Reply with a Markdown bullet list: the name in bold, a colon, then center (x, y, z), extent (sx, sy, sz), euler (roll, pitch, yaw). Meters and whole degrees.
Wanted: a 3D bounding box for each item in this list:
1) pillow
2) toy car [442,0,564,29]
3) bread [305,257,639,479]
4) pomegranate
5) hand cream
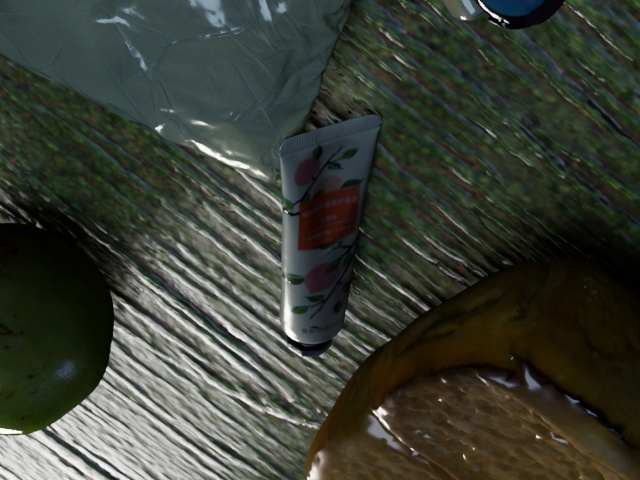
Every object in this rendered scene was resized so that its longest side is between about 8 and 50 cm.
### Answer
- **pillow**: center (-0.117, -0.182, 1.170), extent (0.281, 0.076, 0.274), euler (26, 137, 3)
- **toy car**: center (0.129, -0.246, 0.892), extent (0.248, 0.204, 0.198), euler (-22, 109, 40)
- **bread**: center (0.178, 0.169, 1.297), extent (0.337, 0.148, 0.328), euler (36, 142, -10)
- **pomegranate**: center (-0.247, 0.085, 1.438), extent (0.179, 0.179, 0.210), euler (-10, 143, 35)
- **hand cream**: center (0.000, 0.000, 1.295), extent (0.050, 0.080, 0.234), euler (57, 155, 36)
